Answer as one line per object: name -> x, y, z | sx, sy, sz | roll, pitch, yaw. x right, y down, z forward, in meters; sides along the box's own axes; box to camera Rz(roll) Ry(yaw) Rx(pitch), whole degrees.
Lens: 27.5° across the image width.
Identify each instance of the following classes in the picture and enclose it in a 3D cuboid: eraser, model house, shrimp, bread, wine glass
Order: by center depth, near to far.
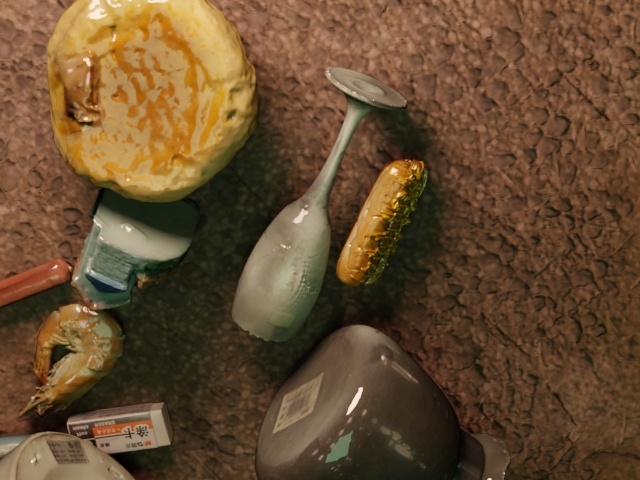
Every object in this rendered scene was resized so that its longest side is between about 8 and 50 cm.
wine glass -> 0.000, 0.000, 1.383 | 0.096, 0.264, 0.310 | 19, 110, -14
bread -> -0.182, -0.164, 1.400 | 0.244, 0.134, 0.245 | 1, 109, 4
model house -> -0.223, 0.026, 1.476 | 0.119, 0.148, 0.149 | 25, 123, -12
shrimp -> -0.309, 0.148, 1.569 | 0.099, 0.041, 0.180 | 39, 108, -11
eraser -> -0.246, 0.233, 1.604 | 0.122, 0.029, 0.052 | -9, 110, 5

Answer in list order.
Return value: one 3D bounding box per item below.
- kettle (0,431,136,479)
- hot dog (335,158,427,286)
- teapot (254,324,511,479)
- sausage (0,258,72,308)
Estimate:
kettle -> -0.387, 0.393, 1.557 | 0.342, 0.319, 0.247 | -41, 145, 19
hot dog -> 0.071, -0.022, 1.477 | 0.045, 0.071, 0.165 | 38, 113, 29
teapot -> 0.068, 0.285, 1.520 | 0.285, 0.223, 0.305 | 35, 106, -18
sausage -> -0.359, 0.057, 1.541 | 0.147, 0.035, 0.030 | -21, 88, 11
